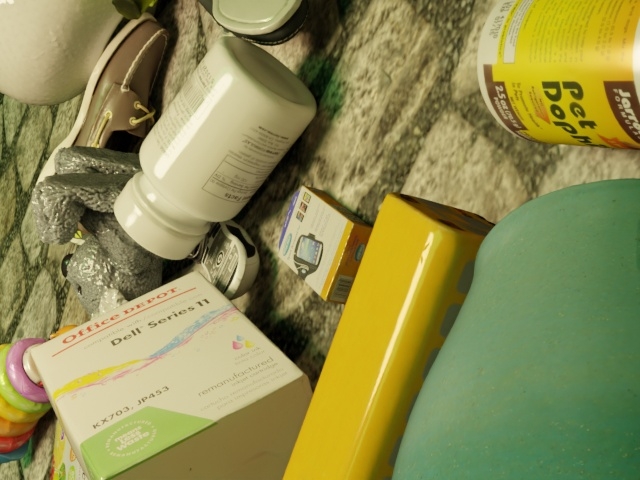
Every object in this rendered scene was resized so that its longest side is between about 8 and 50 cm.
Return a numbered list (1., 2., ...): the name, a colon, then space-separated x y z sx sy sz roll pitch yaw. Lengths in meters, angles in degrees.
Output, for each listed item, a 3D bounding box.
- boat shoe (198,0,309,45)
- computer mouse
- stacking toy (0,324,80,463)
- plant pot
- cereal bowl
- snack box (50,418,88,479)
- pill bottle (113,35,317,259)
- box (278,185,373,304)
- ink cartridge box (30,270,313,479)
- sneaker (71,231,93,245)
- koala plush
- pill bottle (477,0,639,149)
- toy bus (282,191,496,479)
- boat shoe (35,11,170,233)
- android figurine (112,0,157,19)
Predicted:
1. boat shoe: -0.075 -0.280 1.267 0.114 0.091 0.302 -41 36 3
2. computer mouse: -0.105 0.015 1.253 0.106 0.042 0.193 -63 28 16
3. stacking toy: -0.446 0.207 1.673 0.301 0.175 0.166 -33 45 33
4. plant pot: 0.161 0.117 0.569 0.271 0.271 0.255 -37 35 48
5. cereal bowl: -0.339 -0.331 1.594 0.339 0.141 0.339 -56 -2 -3
6. snack box: -0.282 0.270 1.423 0.207 0.070 0.175 -25 58 52
7. pill bottle: -0.120 -0.094 1.189 0.229 0.131 0.131 -50 39 21
8. box: 0.000 0.000 1.094 0.136 0.028 0.081 42 115 59
9. ink cartridge box: -0.160 0.151 1.109 0.353 0.207 0.119 34 145 58
10. sneaker: -0.365 -0.007 1.709 0.083 0.031 0.035 16 80 56
11. koala plush: -0.248 0.017 1.375 0.196 0.203 0.221 -92 9 -69
12. pill bottle: 0.206 -0.116 0.701 0.215 0.117 0.117 14 91 60
13. toy bus: 0.064 0.143 0.830 0.108 0.130 0.333 38 112 57
14. boat shoe: -0.293 -0.166 1.576 0.096 0.116 0.324 31 94 17
15. android figurine: -0.176 -0.412 1.416 0.273 0.056 0.248 -63 10 -26
